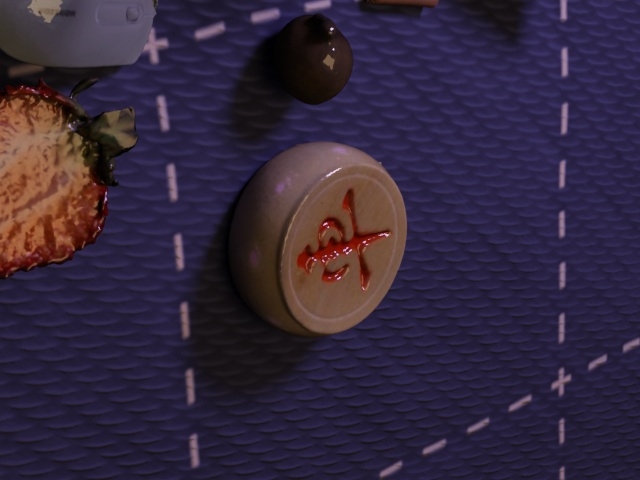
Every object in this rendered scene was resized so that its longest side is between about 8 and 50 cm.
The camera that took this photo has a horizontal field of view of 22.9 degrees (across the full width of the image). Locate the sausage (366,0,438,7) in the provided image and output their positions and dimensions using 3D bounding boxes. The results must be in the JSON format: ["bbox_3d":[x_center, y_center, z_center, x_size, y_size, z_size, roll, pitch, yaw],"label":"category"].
[{"bbox_3d":[0.105,-0.314,2.036,0.116,0.026,0.026,-5,108,-41],"label":"sausage"}]

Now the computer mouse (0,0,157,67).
[{"bbox_3d":[-0.258,-0.246,1.689,0.231,0.079,0.128,-8,112,-45],"label":"computer mouse"}]

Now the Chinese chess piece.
[{"bbox_3d":[0.000,0.000,1.998,0.251,0.097,0.251,-17,116,-39],"label":"Chinese chess piece"}]

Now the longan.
[{"bbox_3d":[-0.007,-0.224,1.904,0.106,0.106,0.119,-28,155,-33],"label":"longan"}]

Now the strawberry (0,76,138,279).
[{"bbox_3d":[-0.322,-0.059,1.679,0.286,0.106,0.188,-39,106,-10],"label":"strawberry"}]
